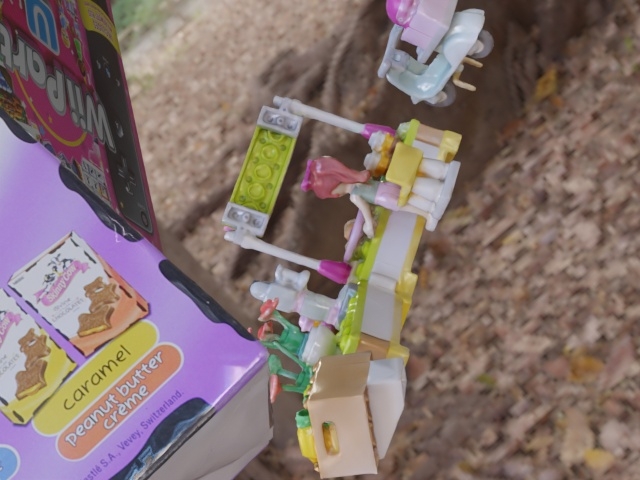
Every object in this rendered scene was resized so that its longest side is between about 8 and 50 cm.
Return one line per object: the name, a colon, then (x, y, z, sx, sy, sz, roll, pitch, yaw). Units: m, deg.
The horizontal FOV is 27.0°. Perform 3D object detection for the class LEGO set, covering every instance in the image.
LEGO set: (0.000, 0.000, 0.652, 0.132, 0.107, 0.287, 109, 180, -51)

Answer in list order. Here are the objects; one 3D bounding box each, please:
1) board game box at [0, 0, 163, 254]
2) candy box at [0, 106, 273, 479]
board game box: (-0.190, -0.114, 0.751, 0.098, 0.303, 0.224, -16, -18, 11)
candy box: (-0.138, 0.034, 0.359, 0.165, 0.196, 0.070, -42, -18, -19)
